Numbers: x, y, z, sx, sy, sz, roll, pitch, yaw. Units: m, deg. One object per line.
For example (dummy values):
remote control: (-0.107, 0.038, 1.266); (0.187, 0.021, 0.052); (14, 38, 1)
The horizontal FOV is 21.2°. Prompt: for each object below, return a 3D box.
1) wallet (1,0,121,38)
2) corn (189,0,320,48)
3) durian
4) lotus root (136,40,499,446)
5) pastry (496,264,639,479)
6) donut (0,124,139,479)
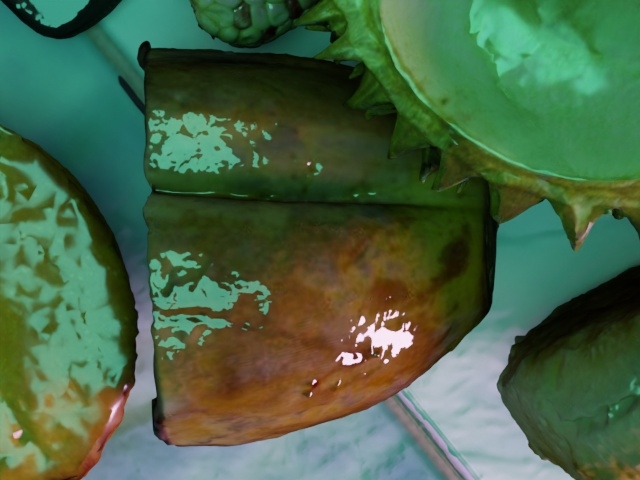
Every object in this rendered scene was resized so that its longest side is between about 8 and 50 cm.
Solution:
wallet: (-0.103, -0.231, 0.878); (0.149, 0.044, 0.250); (44, 97, -9)
corn: (0.030, -0.195, 0.859); (0.253, 0.086, 0.086); (-39, 96, 5)
durian: (0.162, -0.105, 0.770); (0.394, 0.163, 0.198); (17, 119, 8)
lotus root: (0.000, -0.001, 0.834); (0.180, 0.199, 0.188); (-2, 106, 2)
pastry: (0.189, 0.055, 0.852); (0.192, 0.182, 0.093); (-27, 95, -6)
donut: (-0.217, 0.043, 0.889); (0.253, 0.118, 0.253); (0, 99, -1)
